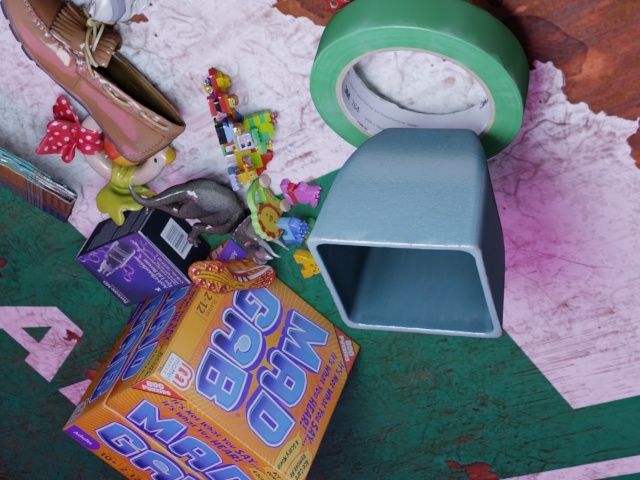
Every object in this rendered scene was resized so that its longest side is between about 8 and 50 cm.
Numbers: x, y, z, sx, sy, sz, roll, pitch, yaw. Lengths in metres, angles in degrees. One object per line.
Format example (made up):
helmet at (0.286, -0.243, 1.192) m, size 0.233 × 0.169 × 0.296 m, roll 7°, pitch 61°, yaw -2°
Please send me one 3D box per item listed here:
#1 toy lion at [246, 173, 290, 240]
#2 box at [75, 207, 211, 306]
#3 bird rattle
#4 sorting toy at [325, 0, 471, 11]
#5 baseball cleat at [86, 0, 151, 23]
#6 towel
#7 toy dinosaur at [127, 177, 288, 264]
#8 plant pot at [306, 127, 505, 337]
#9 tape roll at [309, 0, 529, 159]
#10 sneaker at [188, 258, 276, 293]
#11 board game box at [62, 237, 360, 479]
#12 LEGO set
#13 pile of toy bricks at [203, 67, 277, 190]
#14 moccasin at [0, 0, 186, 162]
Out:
toy lion at (-0.098, -0.053, 2.069) m, size 0.034 × 0.096 × 0.100 m, roll -17°, pitch 123°, yaw 38°
box at (-0.346, 0.024, 2.264) m, size 0.207 × 0.108 × 0.153 m, roll -22°, pitch 122°, yaw 40°
bird rattle at (-0.373, -0.171, 2.100) m, size 0.207 × 0.143 × 0.253 m, roll -28°, pitch 104°, yaw 30°
sorting toy at (0.125, -0.369, 1.664) m, size 0.275 × 0.046 × 0.132 m, roll -18°, pitch 124°, yaw 38°
baseball cleat at (-0.299, -0.434, 1.801) m, size 0.110 × 0.072 × 0.205 m, roll 1°, pitch 129°, yaw -30°
towel at (-0.629, -0.156, 2.194) m, size 0.370 × 0.040 × 0.271 m, roll 31°, pitch 167°, yaw -10°
toy dinosaur at (-0.207, -0.066, 2.075) m, size 0.160 × 0.121 × 0.313 m, roll -14°, pitch 144°, yaw 35°
plant pot at (0.151, -0.029, 1.731) m, size 0.247 × 0.252 × 0.247 m, roll 2°, pitch 146°, yaw 19°
tape roll at (0.146, -0.232, 1.726) m, size 0.321 × 0.077 × 0.321 m, roll 11°, pitch 149°, yaw 7°
sneaker at (-0.169, 0.063, 2.152) m, size 0.175 × 0.064 × 0.067 m, roll 6°, pitch -167°, yaw -34°
board game box at (-0.209, 0.289, 2.283) m, size 0.356 × 0.356 × 0.356 m, roll 40°, pitch 136°, yaw -16°
LEGO set at (0.000, 0.000, 2.084) m, size 0.093 × 0.087 × 0.227 m, roll -2°, pitch 133°, yaw 29°
pile of toy bricks at (-0.121, -0.187, 1.951) m, size 0.105 × 0.118 × 0.212 m, roll -16°, pitch 122°, yaw -2°
moccasin at (-0.372, -0.301, 1.911) m, size 0.147 × 0.139 × 0.380 m, roll -32°, pitch 105°, yaw 25°
